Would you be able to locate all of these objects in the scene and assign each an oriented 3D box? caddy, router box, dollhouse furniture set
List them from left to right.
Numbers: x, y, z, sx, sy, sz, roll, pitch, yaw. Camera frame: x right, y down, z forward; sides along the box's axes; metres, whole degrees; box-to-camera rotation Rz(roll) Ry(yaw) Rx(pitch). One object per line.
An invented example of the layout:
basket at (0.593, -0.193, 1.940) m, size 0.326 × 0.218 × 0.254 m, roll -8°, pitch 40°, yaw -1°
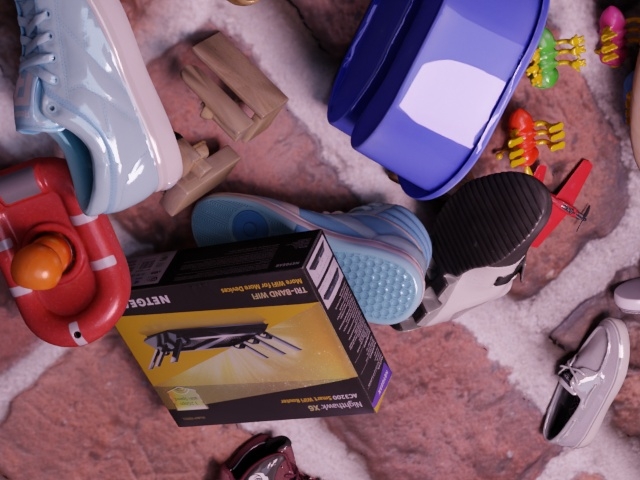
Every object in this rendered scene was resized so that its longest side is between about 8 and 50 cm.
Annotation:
dollhouse furniture set at (-0.155, -0.144, 1.668) m, size 0.123 × 0.144 × 0.151 m, roll 45°, pitch 134°, yaw 6°
router box at (-0.096, 0.119, 1.714) m, size 0.309 × 0.081 × 0.243 m, roll -9°, pitch 125°, yaw 29°
caddy at (0.157, -0.219, 1.673) m, size 0.179 × 0.241 × 0.341 m, roll 22°, pitch 104°, yaw -22°

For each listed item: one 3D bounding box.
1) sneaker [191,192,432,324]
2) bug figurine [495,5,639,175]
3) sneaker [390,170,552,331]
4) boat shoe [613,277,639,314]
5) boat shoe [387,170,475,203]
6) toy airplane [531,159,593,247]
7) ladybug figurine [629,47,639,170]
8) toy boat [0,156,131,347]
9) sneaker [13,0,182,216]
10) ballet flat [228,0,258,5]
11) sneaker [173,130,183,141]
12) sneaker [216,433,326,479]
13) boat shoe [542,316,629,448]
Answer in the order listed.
sneaker at (0.000, 0.000, 1.784) m, size 0.319 × 0.208 × 0.127 m, roll 22°, pitch 114°, yaw 9°
bug figurine at (0.359, -0.209, 1.849) m, size 0.279 × 0.072 × 0.216 m, roll -19°, pitch 125°, yaw -19°
sneaker at (0.224, 0.011, 1.827) m, size 0.146 × 0.122 × 0.330 m, roll -1°, pitch 152°, yaw -36°
boat shoe at (0.550, 0.097, 2.068) m, size 0.229 × 0.080 × 0.076 m, roll -9°, pitch 115°, yaw -26°
boat shoe at (0.186, -0.085, 1.847) m, size 0.190 × 0.068 × 0.072 m, roll 22°, pitch 88°, yaw -30°
toy airplane at (0.334, -0.062, 1.934) m, size 0.151 × 0.028 × 0.151 m, roll -9°, pitch 114°, yaw -19°
ladybug figurine at (0.570, -0.258, 1.812) m, size 0.305 × 0.162 × 0.449 m, roll 15°, pitch 97°, yaw -44°
toy boat at (-0.325, 0.023, 1.606) m, size 0.151 × 0.151 × 0.231 m, roll -19°, pitch 104°, yaw 12°
sneaker at (-0.291, -0.194, 1.518) m, size 0.150 × 0.135 × 0.366 m, roll -35°, pitch 106°, yaw -29°
ballet flat at (-0.098, -0.389, 1.588) m, size 0.080 × 0.073 × 0.232 m, roll -17°, pitch 118°, yaw -14°
sneaker at (-0.249, -0.149, 1.650) m, size 0.170 × 0.051 × 0.089 m, roll -2°, pitch 117°, yaw -18°
sneaker at (-0.023, 0.357, 1.940) m, size 0.281 × 0.106 × 0.162 m, roll 0°, pitch 110°, yaw -21°
boat shoe at (0.402, 0.221, 2.059) m, size 0.081 × 0.079 × 0.227 m, roll 4°, pitch 114°, yaw -28°
